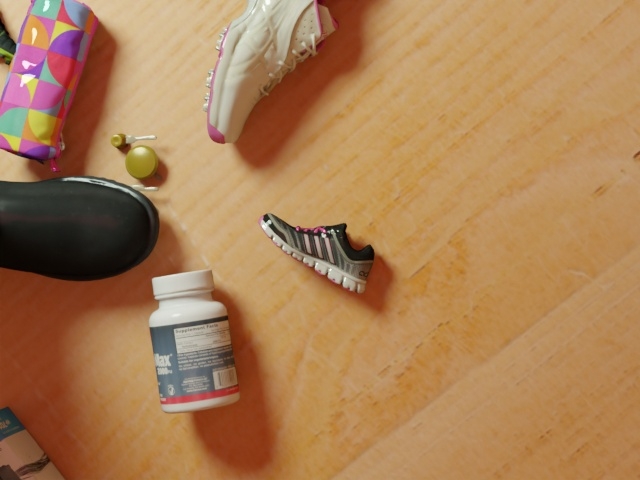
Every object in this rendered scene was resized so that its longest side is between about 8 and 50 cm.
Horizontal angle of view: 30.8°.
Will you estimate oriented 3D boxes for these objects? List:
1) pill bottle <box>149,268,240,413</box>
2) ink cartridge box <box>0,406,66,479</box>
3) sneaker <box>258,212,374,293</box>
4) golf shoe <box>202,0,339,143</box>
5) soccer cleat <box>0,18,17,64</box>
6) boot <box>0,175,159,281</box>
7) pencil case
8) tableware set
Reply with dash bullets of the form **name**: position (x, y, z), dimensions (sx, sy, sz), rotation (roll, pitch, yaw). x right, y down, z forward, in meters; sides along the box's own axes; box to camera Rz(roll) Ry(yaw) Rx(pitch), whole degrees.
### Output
- **pill bottle**: position (-0.172, 0.133, 1.548), dimensions (0.108, 0.108, 0.180), rotation (-9, 88, 7)
- **ink cartridge box**: position (-0.438, 0.348, 1.597), dimensions (0.139, 0.082, 0.191), rotation (-41, 84, 6)
- **sneaker**: position (0.000, 0.000, 1.549), dimensions (0.170, 0.063, 0.075), rotation (31, 94, 2)
- **golf shoe**: position (-0.058, -0.263, 1.533), dimensions (0.140, 0.115, 0.306), rotation (20, 94, 4)
- **soccer cleat**: position (-0.473, -0.313, 1.615), dimensions (0.179, 0.060, 0.072), rotation (37, 82, 6)
- **boot**: position (-0.438, -0.004, 1.402), dimensions (0.367, 0.445, 0.146), rotation (3, 95, 11)
- **pencil case**: position (-0.373, -0.218, 1.577), dimensions (0.104, 0.104, 0.236), rotation (15, 91, 7)
- **tableware set**: position (-0.270, -0.072, 1.606), dimensions (0.104, 0.024, 0.154), rotation (0, 91, 11)
